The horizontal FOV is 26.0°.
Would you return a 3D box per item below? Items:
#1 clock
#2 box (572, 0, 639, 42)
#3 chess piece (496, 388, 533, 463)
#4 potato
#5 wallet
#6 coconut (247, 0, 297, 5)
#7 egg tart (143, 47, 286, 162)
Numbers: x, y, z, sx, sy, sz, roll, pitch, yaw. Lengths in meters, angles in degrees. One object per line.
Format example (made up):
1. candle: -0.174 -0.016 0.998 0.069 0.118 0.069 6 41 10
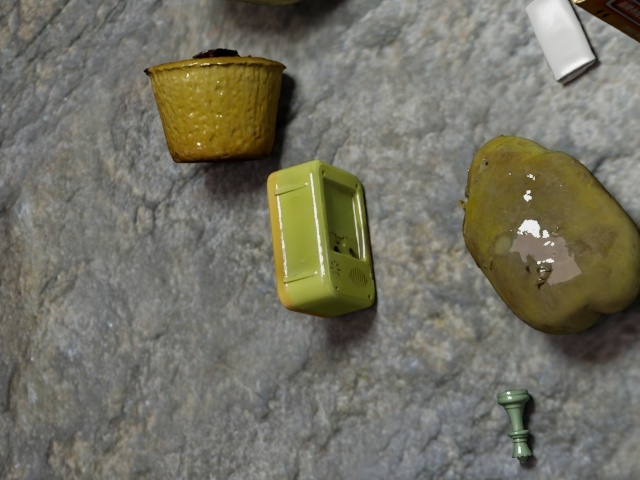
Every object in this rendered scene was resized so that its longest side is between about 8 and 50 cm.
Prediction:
1. clock: 0.000 0.000 1.950 0.096 0.143 0.202 -16 71 28
2. box: 0.418 -0.378 1.602 0.259 0.283 0.214 -38 59 27
3. chess piece: 0.253 0.238 1.773 0.042 0.042 0.093 -15 79 35
4. potato: 0.277 -0.012 1.738 0.191 0.141 0.296 -47 54 19
5. wallet: 0.316 -0.272 1.828 0.061 0.025 0.122 -34 61 31
6. coconut: -0.082 -0.486 2.038 0.297 0.254 0.297 15 114 39
7. egg tart: -0.155 -0.203 2.081 0.215 0.215 0.171 -2 91 38
